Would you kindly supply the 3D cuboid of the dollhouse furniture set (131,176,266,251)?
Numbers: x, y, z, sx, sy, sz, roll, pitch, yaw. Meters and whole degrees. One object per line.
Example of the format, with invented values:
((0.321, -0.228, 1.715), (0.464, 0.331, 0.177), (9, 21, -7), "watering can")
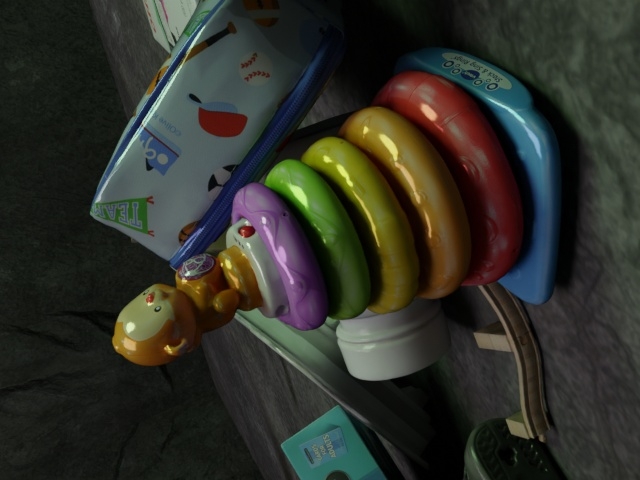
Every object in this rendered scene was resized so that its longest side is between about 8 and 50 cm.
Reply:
((-0.124, -0.087, 1.055), (0.161, 0.212, 0.242), (104, 167, -63), "dollhouse furniture set")

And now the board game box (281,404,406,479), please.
((0.081, 0.334, 0.956), (0.253, 0.079, 0.336), (56, 178, 20), "board game box")

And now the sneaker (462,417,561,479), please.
((0.192, 0.279, 0.721), (0.130, 0.087, 0.227), (87, 158, -55), "sneaker")

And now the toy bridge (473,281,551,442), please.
((0.152, 0.080, 0.683), (0.188, 0.026, 0.063), (68, 163, -2), "toy bridge")

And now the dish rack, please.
((-0.014, 0.122, 0.983), (0.285, 0.072, 0.333), (43, 170, -37), "dish rack")

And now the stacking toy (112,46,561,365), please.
((0.000, 0.000, 0.556), (0.175, 0.302, 0.165), (44, 152, 48), "stacking toy")

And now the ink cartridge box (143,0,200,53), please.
((-0.126, -0.297, 0.920), (0.278, 0.117, 0.201), (47, 155, 52), "ink cartridge box")

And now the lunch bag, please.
((-0.082, -0.122, 0.690), (0.115, 0.243, 0.303), (31, -157, -13), "lunch bag")

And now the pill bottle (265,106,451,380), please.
((0.040, 0.003, 0.753), (0.131, 0.131, 0.229), (19, 129, 70), "pill bottle")
